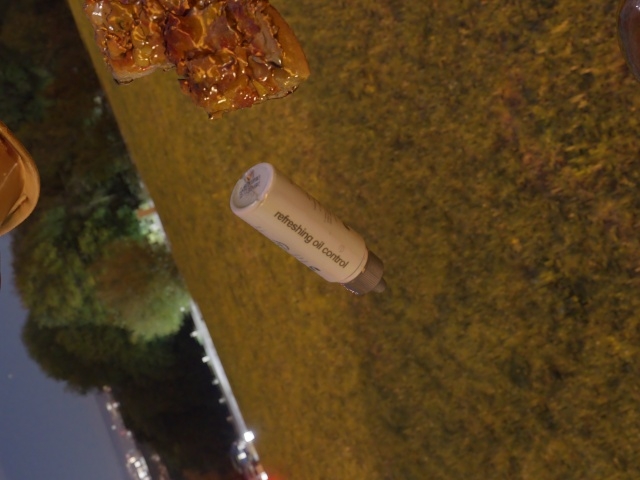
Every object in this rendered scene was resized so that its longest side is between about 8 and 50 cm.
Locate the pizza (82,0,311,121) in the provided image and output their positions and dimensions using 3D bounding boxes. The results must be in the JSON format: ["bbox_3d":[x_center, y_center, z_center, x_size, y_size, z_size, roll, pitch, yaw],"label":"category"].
[{"bbox_3d":[-0.148,-0.227,0.956,0.305,0.161,0.085,25,180,15],"label":"pizza"}]

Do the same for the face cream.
[{"bbox_3d":[0.000,0.000,1.347,0.311,0.092,0.092,38,-174,-37],"label":"face cream"}]

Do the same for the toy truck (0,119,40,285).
[{"bbox_3d":[-0.347,-0.019,0.626,0.288,0.204,0.212,43,-150,-41],"label":"toy truck"}]

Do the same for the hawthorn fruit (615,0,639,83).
[{"bbox_3d":[0.644,-0.383,1.524,0.301,0.267,0.268,-52,-52,-67],"label":"hawthorn fruit"}]
